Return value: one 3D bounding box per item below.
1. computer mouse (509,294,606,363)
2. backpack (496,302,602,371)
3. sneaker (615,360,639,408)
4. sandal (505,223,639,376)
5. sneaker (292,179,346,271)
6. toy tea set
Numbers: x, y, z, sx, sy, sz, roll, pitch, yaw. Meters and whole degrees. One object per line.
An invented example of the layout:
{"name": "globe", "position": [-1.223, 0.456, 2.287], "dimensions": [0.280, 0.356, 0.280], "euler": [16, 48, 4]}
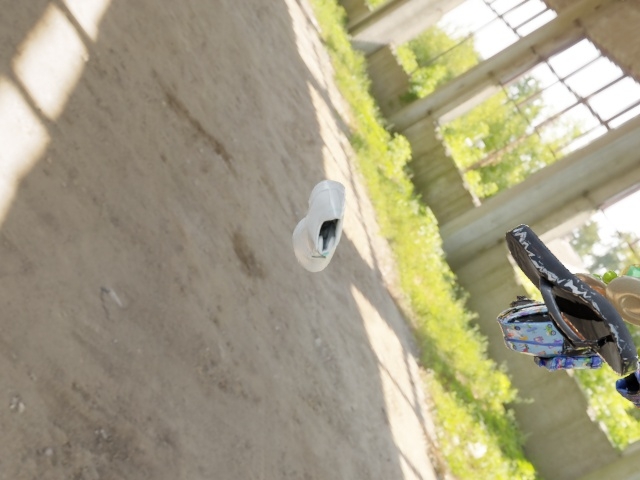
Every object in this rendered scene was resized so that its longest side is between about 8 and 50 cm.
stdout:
{"name": "computer mouse", "position": [0.536, 0.179, 1.684], "dimensions": [0.184, 0.060, 0.262], "euler": [44, -15, -27]}
{"name": "backpack", "position": [0.417, 0.175, 1.433], "dimensions": [0.158, 0.173, 0.117], "euler": [-104, -169, -86]}
{"name": "sneaker", "position": [0.671, 0.267, 1.545], "dimensions": [0.087, 0.221, 0.083], "euler": [18, 44, -10]}
{"name": "sandal", "position": [0.291, 0.079, 0.939], "dimensions": [0.097, 0.054, 0.254], "euler": [64, -4, -38]}
{"name": "sneaker", "position": [0.000, 0.000, 1.336], "dimensions": [0.212, 0.080, 0.094], "euler": [103, -17, -48]}
{"name": "toy tea set", "position": [0.484, 0.099, 1.022], "dimensions": [0.336, 0.124, 0.200], "euler": [25, -35, 30]}
